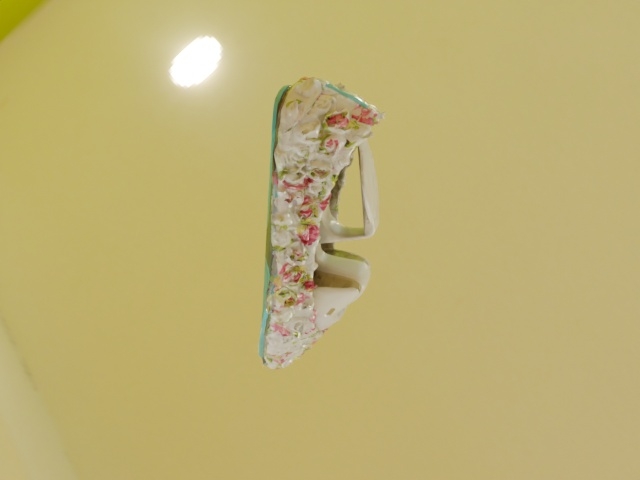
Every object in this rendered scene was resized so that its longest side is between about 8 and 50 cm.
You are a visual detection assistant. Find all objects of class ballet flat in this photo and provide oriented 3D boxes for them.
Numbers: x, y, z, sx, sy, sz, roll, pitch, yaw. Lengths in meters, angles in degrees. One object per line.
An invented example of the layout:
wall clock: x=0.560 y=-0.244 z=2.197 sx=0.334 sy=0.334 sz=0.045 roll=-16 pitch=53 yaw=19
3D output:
ballet flat: x=0.000 y=0.000 z=0.997 sx=0.077 sy=0.241 sz=0.091 roll=12 pitch=-143 yaw=10
